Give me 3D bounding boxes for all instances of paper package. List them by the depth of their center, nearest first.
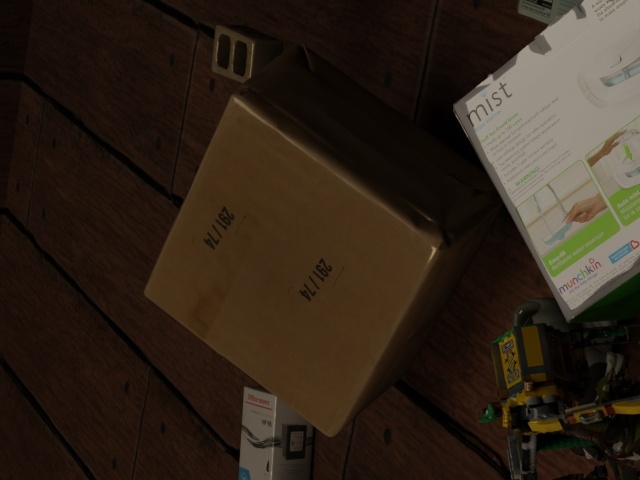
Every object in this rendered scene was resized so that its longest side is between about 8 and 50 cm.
[{"bbox_3d":[0.000,0.000,2.097,0.309,0.168,0.325,37,129,14],"label":"paper package"}]

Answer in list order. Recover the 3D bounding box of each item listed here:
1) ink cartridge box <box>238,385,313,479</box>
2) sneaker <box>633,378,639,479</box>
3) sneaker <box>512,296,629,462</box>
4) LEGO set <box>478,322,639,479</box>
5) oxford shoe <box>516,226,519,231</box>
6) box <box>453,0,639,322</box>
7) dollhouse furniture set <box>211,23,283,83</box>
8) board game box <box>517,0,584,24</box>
[{"bbox_3d":[-0.057,0.248,2.442,0.104,0.060,0.180,5,92,63],"label":"ink cartridge box"},{"bbox_3d":[0.327,0.143,1.646,0.103,0.111,0.252,11,97,63],"label":"sneaker"},{"bbox_3d":[0.227,0.126,1.743,0.271,0.108,0.100,-80,0,-72],"label":"sneaker"},{"bbox_3d":[0.284,0.189,1.468,0.255,0.331,0.192,98,169,-54],"label":"LEGO set"},{"bbox_3d":[0.255,-0.088,1.830,0.083,0.096,0.227,56,134,52],"label":"oxford shoe"},{"bbox_3d":[0.281,-0.093,1.601,0.262,0.127,0.231,-39,66,30],"label":"box"},{"bbox_3d":[-0.033,-0.242,2.309,0.152,0.201,0.374,29,120,60],"label":"dollhouse furniture set"},{"bbox_3d":[0.304,-0.338,1.759,0.224,0.097,0.303,35,120,58],"label":"board game box"}]
